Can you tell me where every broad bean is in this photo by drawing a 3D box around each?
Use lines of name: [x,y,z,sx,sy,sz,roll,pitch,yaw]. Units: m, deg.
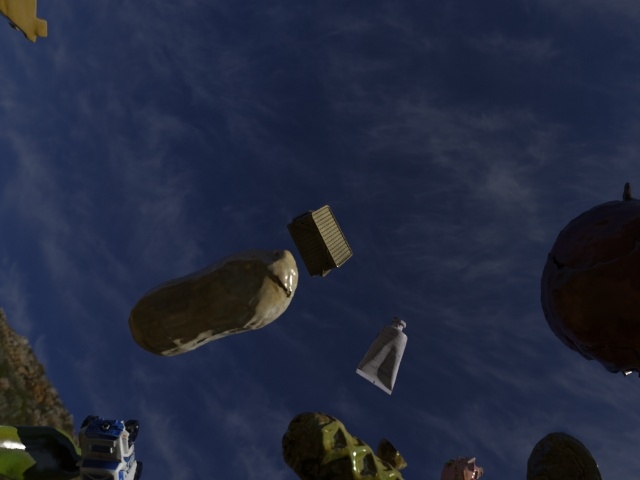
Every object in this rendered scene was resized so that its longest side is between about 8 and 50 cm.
broad bean: [-0.460,0.307,0.619,0.067,0.325,0.075,-31,-126,10]

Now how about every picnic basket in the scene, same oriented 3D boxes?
picnic basket: [0.000,0.000,1.083,0.079,0.115,0.164,-24,-85,30]

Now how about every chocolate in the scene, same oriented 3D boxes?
chocolate: [-0.173,0.104,0.705,0.309,0.134,0.134,-24,-99,13]

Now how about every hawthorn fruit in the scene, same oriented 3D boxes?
hawthorn fruit: [0.264,0.028,0.357,0.148,0.148,0.172,8,-106,26]

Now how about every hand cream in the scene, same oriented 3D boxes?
hand cream: [0.131,0.220,0.850,0.084,0.053,0.142,35,-117,-8]

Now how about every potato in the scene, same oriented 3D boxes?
potato: [0.204,0.659,1.317,0.066,0.103,0.096,-40,-146,-17]

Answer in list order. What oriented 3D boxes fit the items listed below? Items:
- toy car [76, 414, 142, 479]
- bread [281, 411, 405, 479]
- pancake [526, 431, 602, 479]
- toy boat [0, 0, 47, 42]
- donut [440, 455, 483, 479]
toy car: [-0.338,0.357,0.684,0.080,0.070,0.170,8,-64,-3]
bread: [0.061,0.325,0.555,0.269,0.098,0.087,41,-110,-1]
pancake: [0.615,0.622,1.098,0.050,0.242,0.241,16,-79,-13]
toy boat: [-0.151,-0.207,0.210,0.057,0.077,0.200,37,-58,32]
donut: [0.280,0.484,0.770,0.166,0.117,0.065,44,-49,23]
